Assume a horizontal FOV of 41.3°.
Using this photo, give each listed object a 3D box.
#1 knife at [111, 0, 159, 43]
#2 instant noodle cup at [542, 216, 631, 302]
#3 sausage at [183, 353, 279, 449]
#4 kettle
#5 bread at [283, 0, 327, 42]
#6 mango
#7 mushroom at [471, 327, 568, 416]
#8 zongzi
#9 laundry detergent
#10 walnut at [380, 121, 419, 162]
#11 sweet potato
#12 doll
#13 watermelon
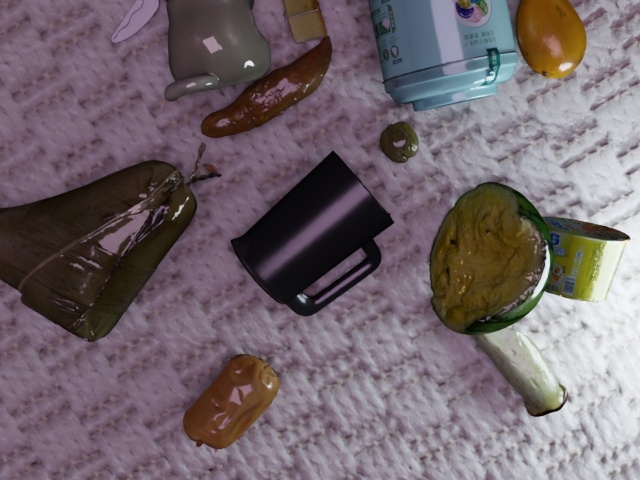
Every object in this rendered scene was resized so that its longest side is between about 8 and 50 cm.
[{"bbox_3d":[-0.375,-0.527,1.848,0.058,0.032,0.244,29,98,-14],"label":"knife"},{"bbox_3d":[0.568,0.043,1.876,0.205,0.205,0.152,7,102,-4],"label":"instant noodle cup"},{"bbox_3d":[-0.202,0.364,1.900,0.241,0.120,0.136,-45,85,3],"label":"sausage"},{"bbox_3d":[-0.009,-0.011,1.861,0.308,0.262,0.203,-41,61,5],"label":"kettle"},{"bbox_3d":[-0.040,-0.501,1.868,0.084,0.080,0.109,-16,54,3],"label":"bread"},{"bbox_3d":[0.500,-0.464,1.863,0.145,0.112,0.219,-14,85,-1],"label":"mango"},{"bbox_3d":[0.442,0.260,1.943,0.107,0.087,0.333,-37,94,2],"label":"mushroom"},{"bbox_3d":[-0.519,-0.096,1.786,0.467,0.218,0.500,37,93,-6],"label":"zongzi"},{"bbox_3d":[0.251,-0.434,1.759,0.288,0.287,0.305,-12,96,-2],"label":"laundry detergent"},{"bbox_3d":[0.174,-0.217,1.882,0.092,0.092,0.092,0,96,-3],"label":"walnut"},{"bbox_3d":[-0.100,-0.318,1.846,0.355,0.095,0.106,-36,56,-2],"label":"sweet potato"},{"bbox_3d":[-0.230,-0.472,1.773,0.215,0.226,0.370,-6,88,23],"label":"doll"},{"bbox_3d":[0.382,0.055,1.824,0.190,0.331,0.330,22,94,-19],"label":"watermelon"}]
